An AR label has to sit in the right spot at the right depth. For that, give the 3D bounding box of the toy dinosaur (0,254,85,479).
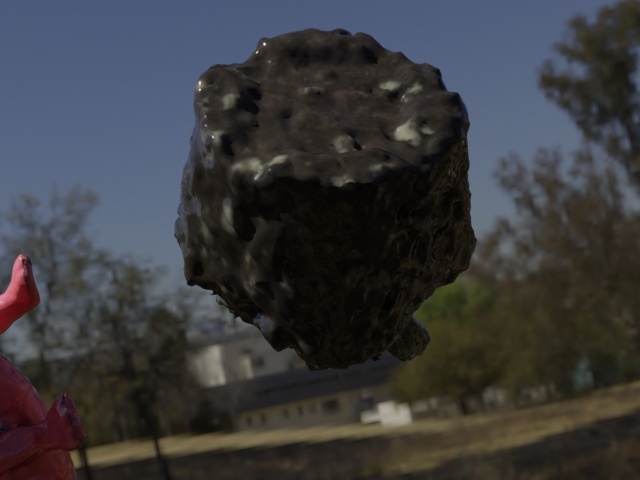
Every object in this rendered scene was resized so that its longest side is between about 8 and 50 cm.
[{"bbox_3d":[-0.133,0.128,0.557,0.139,0.286,0.070,-21,20,-5],"label":"toy dinosaur"}]

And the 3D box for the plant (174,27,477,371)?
[{"bbox_3d":[0.000,0.000,1.245,0.213,0.215,0.312,-36,-30,-36],"label":"plant"}]
